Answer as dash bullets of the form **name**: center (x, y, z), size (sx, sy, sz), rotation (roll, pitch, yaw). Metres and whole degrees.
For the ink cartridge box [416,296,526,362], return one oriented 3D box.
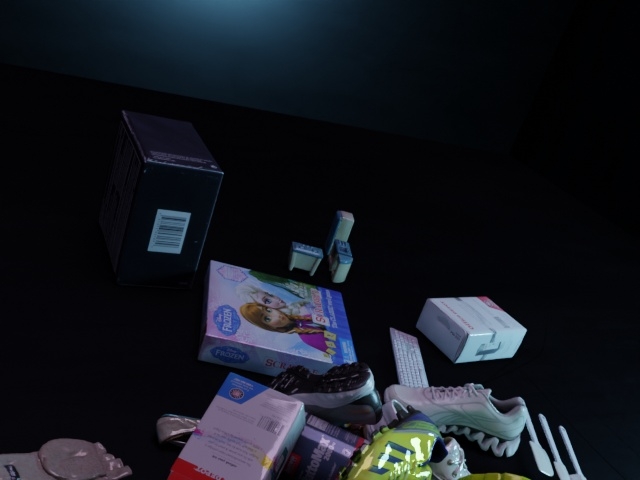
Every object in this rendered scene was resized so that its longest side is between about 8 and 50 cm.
- **ink cartridge box**: center (0.370, 0.216, 1.934), size (0.218, 0.092, 0.158), rotation (4, 27, -38)

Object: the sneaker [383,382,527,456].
- **sneaker**: center (0.270, 0.329, 1.565), size (0.292, 0.118, 0.110), rotation (16, 25, -5)

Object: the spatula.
- **spatula**: center (0.468, 0.422, 1.574), size (0.168, 0.019, 0.242), rotation (34, 20, -13)

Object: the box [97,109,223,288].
- **box**: center (-0.367, -0.095, 1.761), size (0.183, 0.296, 0.294), rotation (6, 26, -29)

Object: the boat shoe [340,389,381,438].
- **boat shoe**: center (0.076, 0.322, 1.477), size (0.073, 0.073, 0.207), rotation (23, 21, 10)

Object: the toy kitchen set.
- **toy kitchen set**: center (0.000, 0.000, 2.078), size (0.166, 0.122, 0.207), rotation (15, 23, -12)

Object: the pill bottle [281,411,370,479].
- **pill bottle**: center (-0.018, 0.345, 1.297), size (0.180, 0.107, 0.108), rotation (23, 23, 8)

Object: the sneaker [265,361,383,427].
- **sneaker**: center (-0.008, 0.283, 1.374), size (0.272, 0.108, 0.100), rotation (-9, 25, 43)

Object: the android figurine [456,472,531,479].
- **android figurine**: center (0.316, 0.429, 1.224), size (0.273, 0.248, 0.056), rotation (24, 56, -16)

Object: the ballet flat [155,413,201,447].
- **ballet flat**: center (-0.190, 0.322, 1.301), size (0.168, 0.057, 0.052), rotation (7, 53, -20)

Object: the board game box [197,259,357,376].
- **board game box**: center (-0.094, 0.175, 1.674), size (0.318, 0.065, 0.318), rotation (14, 23, -13)

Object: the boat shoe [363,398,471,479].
- **boat shoe**: center (0.205, 0.385, 1.365), size (0.277, 0.096, 0.098), rotation (38, 22, 7)

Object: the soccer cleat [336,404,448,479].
- **soccer cleat**: center (0.118, 0.346, 1.207), size (0.121, 0.093, 0.289), rotation (47, 27, 15)

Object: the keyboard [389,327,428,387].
- **keyboard**: center (0.199, 0.274, 1.763), size (0.072, 0.014, 0.256), rotation (17, 23, -8)

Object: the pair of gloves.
- **pair of gloves**: center (-0.321, 0.369, 1.071), size (0.240, 0.042, 0.204), rotation (42, 24, 30)

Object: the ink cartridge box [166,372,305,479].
- **ink cartridge box**: center (-0.131, 0.331, 1.185), size (0.134, 0.078, 0.231), rotation (20, 53, 16)
